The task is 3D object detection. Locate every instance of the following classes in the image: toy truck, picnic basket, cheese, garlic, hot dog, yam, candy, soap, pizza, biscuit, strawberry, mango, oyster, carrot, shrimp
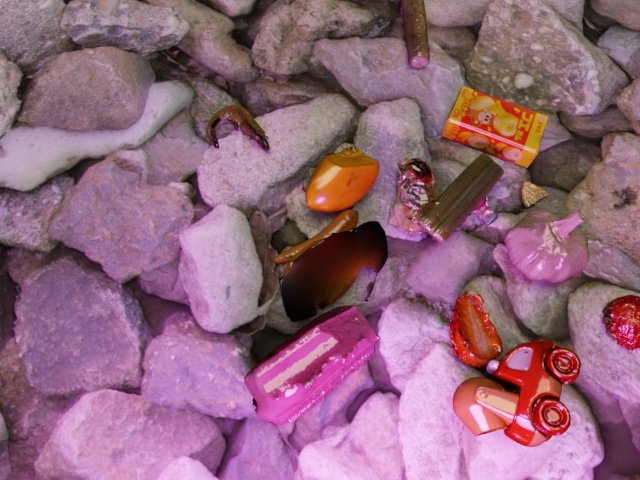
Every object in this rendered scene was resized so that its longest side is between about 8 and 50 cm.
[{"bbox_3d":[0.444,0.340,1.205,0.239,0.189,0.264,18,66,16],"label":"toy truck"},{"bbox_3d":[-0.022,-0.169,1.483,0.065,0.083,0.083,26,30,17],"label":"picnic basket"},{"bbox_3d":[0.442,-0.109,1.477,0.095,0.038,0.145,-35,78,-14],"label":"cheese"},{"bbox_3d":[0.602,-0.007,1.343,0.219,0.212,0.218,3,61,-5],"label":"garlic"},{"bbox_3d":[0.026,0.083,1.348,0.326,0.107,0.194,-18,91,-24],"label":"hot dog"},{"bbox_3d":[0.312,-0.737,1.731,0.083,0.083,0.371,-3,67,-3],"label":"yam"},{"bbox_3d":[0.517,-0.339,1.553,0.276,0.088,0.146,21,66,8],"label":"candy"},{"bbox_3d":[-0.018,0.289,1.201,0.325,0.220,0.127,-37,63,-15],"label":"soap"},{"bbox_3d":[0.612,-0.128,1.495,0.078,0.025,0.083,4,73,5],"label":"pizza"},{"bbox_3d":[0.394,-0.123,1.428,0.099,0.038,0.322,45,69,3],"label":"biscuit"},{"bbox_3d":[0.820,0.208,1.332,0.187,0.082,0.146,2,73,-6],"label":"strawberry"},{"bbox_3d":[0.382,0.228,1.313,0.121,0.082,0.188,8,55,-17],"label":"strawberry"},{"bbox_3d":[0.056,-0.162,1.423,0.126,0.153,0.252,31,53,31],"label":"mango"},{"bbox_3d":[0.268,-0.132,1.454,0.162,0.107,0.232,-2,68,-11],"label":"oyster"},{"bbox_3d":[0.000,0.000,1.411,0.271,0.062,0.066,-37,105,-12],"label":"carrot"},{"bbox_3d":[-0.248,-0.318,1.548,0.152,0.046,0.219,-40,69,-17],"label":"shrimp"}]
